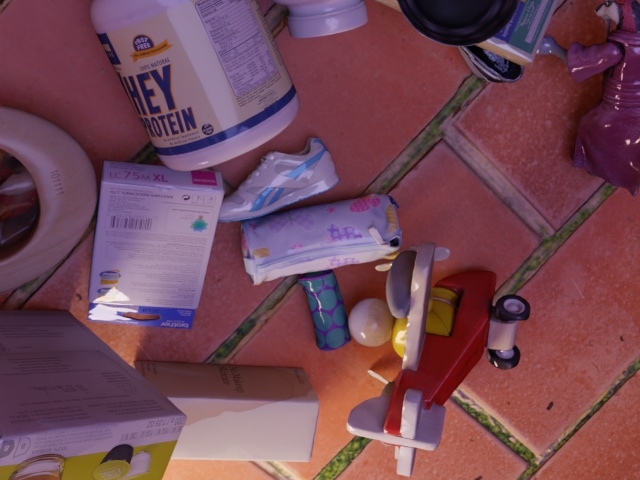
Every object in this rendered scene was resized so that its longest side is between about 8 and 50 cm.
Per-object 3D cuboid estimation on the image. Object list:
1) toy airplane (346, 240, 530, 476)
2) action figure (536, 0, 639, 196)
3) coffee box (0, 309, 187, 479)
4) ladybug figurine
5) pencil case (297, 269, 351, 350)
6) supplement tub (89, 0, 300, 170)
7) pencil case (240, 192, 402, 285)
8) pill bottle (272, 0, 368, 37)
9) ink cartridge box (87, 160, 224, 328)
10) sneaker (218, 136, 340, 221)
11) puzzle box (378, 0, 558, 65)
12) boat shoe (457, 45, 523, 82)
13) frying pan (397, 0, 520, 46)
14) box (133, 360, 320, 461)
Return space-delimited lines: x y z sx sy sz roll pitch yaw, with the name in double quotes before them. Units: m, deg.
"toy airplane" 0.151 0.197 1.663 0.386 0.273 0.384 -65 154 2
"action figure" 0.511 -0.248 1.632 0.248 0.275 0.370 -16 125 -2
"coffee box" -0.470 0.326 1.464 0.338 0.338 0.334 6 111 -53
"ladybug figurine" -0.562 -0.058 1.473 0.450 0.162 0.305 -14 112 -10
"pencil case" 0.007 0.119 1.728 0.070 0.064 0.151 -3 115 28
"supplement tub" -0.193 -0.292 1.448 0.236 0.235 0.324 -26 112 -4
"pencil case" 0.000 0.000 1.654 0.273 0.124 0.113 -10 131 -9
"pill bottle" -0.017 -0.474 1.459 0.182 0.181 0.322 -15 111 -9
"ink cartridge box" -0.273 0.015 1.585 0.186 0.065 0.311 5 129 -15
"sneaker" -0.087 -0.096 1.629 0.229 0.087 0.092 -23 101 -10
"puzzle box" 0.277 -0.510 1.522 0.272 0.052 0.408 23 90 -8
"boat shoe" 0.230 -0.374 1.596 0.108 0.102 0.301 -39 113 1
"frying pan" 0.149 -0.420 1.458 0.326 0.053 0.197 31 89 -6
"box" -0.171 0.296 1.701 0.311 0.148 0.121 4 106 -17
